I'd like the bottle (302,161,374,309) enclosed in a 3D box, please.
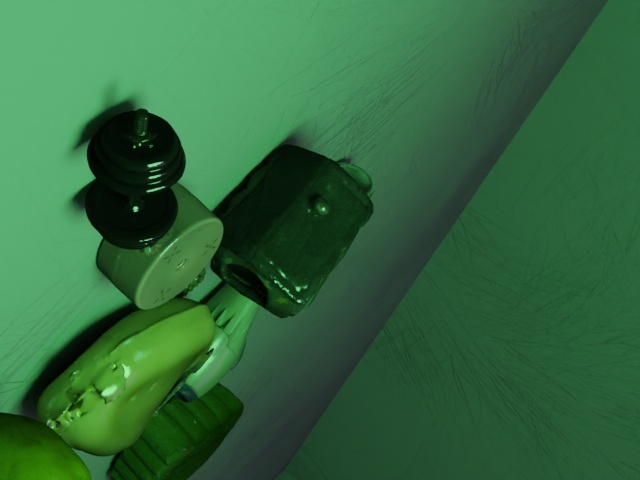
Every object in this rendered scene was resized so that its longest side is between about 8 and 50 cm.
[{"bbox_3d":[0.000,0.000,1.714,0.093,0.093,0.330,-37,160,-45],"label":"bottle"}]

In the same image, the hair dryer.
[{"bbox_3d":[-0.166,0.136,1.603,0.296,0.119,0.298,-54,-178,-2],"label":"hair dryer"}]

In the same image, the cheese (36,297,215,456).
[{"bbox_3d":[-0.283,0.199,1.291,0.260,0.128,0.316,-57,172,13],"label":"cheese"}]

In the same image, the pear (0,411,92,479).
[{"bbox_3d":[-0.399,0.325,0.985,0.307,0.253,0.253,-29,157,-29],"label":"pear"}]

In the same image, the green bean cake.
[{"bbox_3d":[-0.281,0.390,1.792,0.248,0.125,0.222,-28,156,-52],"label":"green bean cake"}]

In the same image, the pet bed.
[{"bbox_3d":[-0.047,-0.014,1.317,0.211,0.183,0.159,-50,170,-22],"label":"pet bed"}]

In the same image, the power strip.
[{"bbox_3d":[-0.199,0.007,1.130,0.154,0.078,0.154,-43,164,-16],"label":"power strip"}]

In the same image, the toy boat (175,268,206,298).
[{"bbox_3d":[-0.194,0.043,1.372,0.063,0.016,0.115,-42,164,-33],"label":"toy boat"}]

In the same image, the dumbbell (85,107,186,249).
[{"bbox_3d":[-0.192,-0.059,0.938,0.099,0.099,0.208,-40,163,-36],"label":"dumbbell"}]
